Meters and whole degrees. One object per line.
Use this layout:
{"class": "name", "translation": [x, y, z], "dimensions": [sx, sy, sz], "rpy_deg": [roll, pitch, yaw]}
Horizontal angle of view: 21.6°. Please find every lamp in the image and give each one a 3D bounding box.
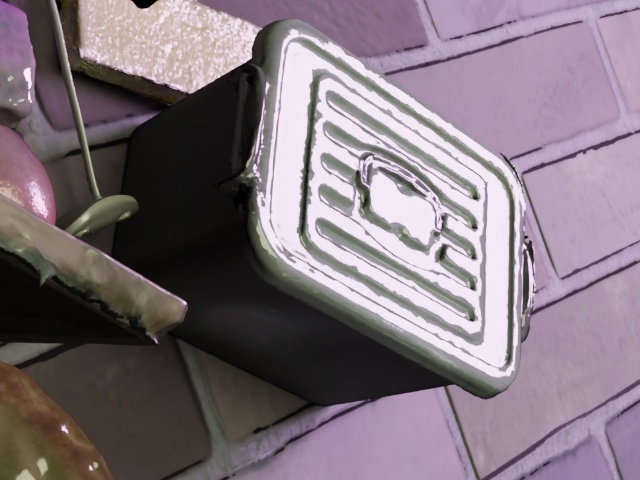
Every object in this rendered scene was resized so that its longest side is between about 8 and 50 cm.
{"class": "lamp", "translation": [-0.148, -0.095, 0.898], "dimensions": [0.056, 0.050, 0.198], "rpy_deg": [-12, 84, -49]}

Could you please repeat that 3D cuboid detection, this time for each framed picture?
{"class": "framed picture", "translation": [-0.232, -0.033, 0.633], "dimensions": [0.315, 0.232, 0.024], "rpy_deg": [35, 65, -37]}

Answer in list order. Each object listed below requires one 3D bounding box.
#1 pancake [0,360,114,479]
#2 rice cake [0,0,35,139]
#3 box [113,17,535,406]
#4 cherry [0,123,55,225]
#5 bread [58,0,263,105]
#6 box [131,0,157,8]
{"class": "pancake", "translation": [-0.191, 0.132, 0.696], "dimensions": [0.222, 0.042, 0.236], "rpy_deg": [40, 45, 12]}
{"class": "rice cake", "translation": [-0.282, -0.116, 0.738], "dimensions": [0.399, 0.064, 0.070], "rpy_deg": [15, 58, -46]}
{"class": "box", "translation": [0.000, 0.000, 0.968], "dimensions": [0.243, 0.135, 0.163], "rpy_deg": [28, 54, -39]}
{"class": "cherry", "translation": [-0.176, -0.019, 0.791], "dimensions": [0.126, 0.106, 0.087], "rpy_deg": [25, 85, -45]}
{"class": "bread", "translation": [-0.091, -0.114, 0.991], "dimensions": [0.153, 0.028, 0.068], "rpy_deg": [15, 64, -45]}
{"class": "box", "translation": [-0.160, -0.330, 0.827], "dimensions": [0.264, 0.116, 0.415], "rpy_deg": [32, 33, -40]}
